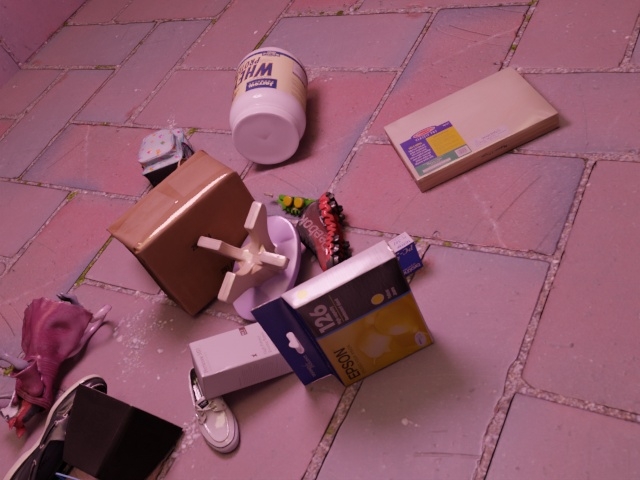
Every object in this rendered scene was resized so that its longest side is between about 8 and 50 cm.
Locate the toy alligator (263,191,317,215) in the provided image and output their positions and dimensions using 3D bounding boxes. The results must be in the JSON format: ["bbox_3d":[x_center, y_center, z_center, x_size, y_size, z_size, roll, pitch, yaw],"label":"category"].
[{"bbox_3d":[-0.085,-0.100,1.984,0.190,0.056,0.051,10,96,33],"label":"toy alligator"}]

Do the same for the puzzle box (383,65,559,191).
[{"bbox_3d":[0.404,-0.313,1.936,0.409,0.052,0.272,-25,44,3],"label":"puzzle box"}]

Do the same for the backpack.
[{"bbox_3d":[-0.502,-0.281,2.290,0.166,0.144,0.188,-22,38,14],"label":"backpack"}]

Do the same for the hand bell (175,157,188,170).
[{"bbox_3d":[-0.495,-0.145,2.203,0.242,0.126,0.126,-28,43,16],"label":"hand bell"}]

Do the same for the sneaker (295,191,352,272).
[{"bbox_3d":[0.000,0.000,1.815,0.135,0.097,0.276,-22,46,15],"label":"sneaker"}]

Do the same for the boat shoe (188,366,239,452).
[{"bbox_3d":[-0.257,0.382,1.601,0.083,0.075,0.226,-35,44,-7],"label":"boat shoe"}]

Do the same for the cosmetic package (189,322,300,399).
[{"bbox_3d":[-0.172,0.265,1.615,0.231,0.085,0.117,-15,41,-18],"label":"cosmetic package"}]

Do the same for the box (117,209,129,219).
[{"bbox_3d":[-0.428,-0.030,1.999,0.203,0.167,0.168,-37,44,-9],"label":"box"}]

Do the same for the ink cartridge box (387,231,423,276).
[{"bbox_3d":[0.137,0.073,1.678,0.207,0.097,0.046,-32,44,-3],"label":"ink cartridge box"}]

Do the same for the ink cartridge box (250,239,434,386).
[{"bbox_3d":[0.056,0.180,1.471,0.307,0.303,0.072,-29,43,0],"label":"ink cartridge box"}]

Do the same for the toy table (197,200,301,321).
[{"bbox_3d":[-0.161,0.052,1.733,0.252,0.161,0.274,1,73,24],"label":"toy table"}]

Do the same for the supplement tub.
[{"bbox_3d":[-0.158,-0.415,2.174,0.236,0.235,0.324,-13,45,15],"label":"supplement tub"}]

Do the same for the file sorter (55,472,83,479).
[{"bbox_3d":[-0.552,0.605,1.520,0.118,0.104,0.170,3,52,28],"label":"file sorter"}]

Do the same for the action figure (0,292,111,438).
[{"bbox_3d":[-0.729,0.336,1.848,0.276,0.248,0.370,13,59,-18],"label":"action figure"}]

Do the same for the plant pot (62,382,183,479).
[{"bbox_3d":[-0.461,0.446,1.578,0.188,0.187,0.166,12,68,33],"label":"plant pot"}]

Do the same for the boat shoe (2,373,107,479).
[{"bbox_3d":[-0.597,0.477,1.645,0.113,0.127,0.340,21,63,37],"label":"boat shoe"}]

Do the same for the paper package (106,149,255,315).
[{"bbox_3d":[-0.322,-0.016,1.832,0.325,0.309,0.168,-44,48,-15],"label":"paper package"}]
